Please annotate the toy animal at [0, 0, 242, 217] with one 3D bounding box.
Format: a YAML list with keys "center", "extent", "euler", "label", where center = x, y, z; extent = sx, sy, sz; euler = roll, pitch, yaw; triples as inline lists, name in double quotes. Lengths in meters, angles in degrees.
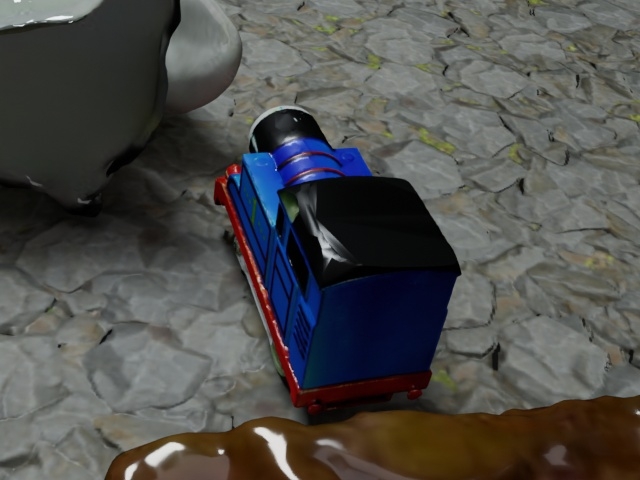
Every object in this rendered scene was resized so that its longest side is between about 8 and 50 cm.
- center: [-0.183, -0.146, 0.649]
  extent: [0.249, 0.174, 0.289]
  euler: [4, 39, 11]
  label: "toy animal"

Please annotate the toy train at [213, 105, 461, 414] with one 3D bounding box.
- center: [0.000, 0.000, 0.535]
  extent: [0.082, 0.131, 0.204]
  euler: [-6, 42, -18]
  label: "toy train"

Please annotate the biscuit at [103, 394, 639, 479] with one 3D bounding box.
- center: [0.125, 0.214, 0.270]
  extent: [0.395, 0.166, 0.343]
  euler: [-1, 41, -9]
  label: "biscuit"
